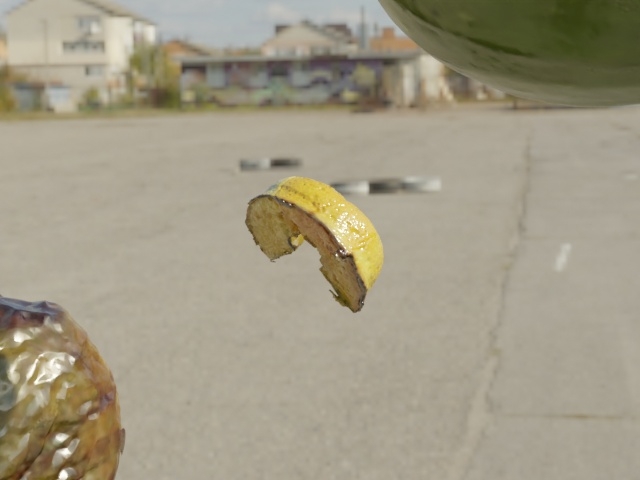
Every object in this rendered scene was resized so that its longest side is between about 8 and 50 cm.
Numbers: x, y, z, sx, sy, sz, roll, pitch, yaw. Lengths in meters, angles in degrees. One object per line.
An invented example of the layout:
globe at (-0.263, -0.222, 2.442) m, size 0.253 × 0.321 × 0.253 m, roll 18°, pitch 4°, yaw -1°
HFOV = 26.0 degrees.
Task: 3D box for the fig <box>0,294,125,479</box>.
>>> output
fig at (-0.335, 0.234, 1.293) m, size 0.286 × 0.286 × 0.369 m, roll -1°, pitch 39°, yaw 5°

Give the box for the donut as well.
donut at (-0.002, -0.008, 1.599) m, size 0.181 × 0.146 × 0.078 m, roll 32°, pitch 61°, yaw 27°

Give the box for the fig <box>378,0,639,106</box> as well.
fig at (0.189, -0.213, 0.870) m, size 0.316 × 0.316 × 0.316 m, roll -1°, pitch 6°, yaw 0°
